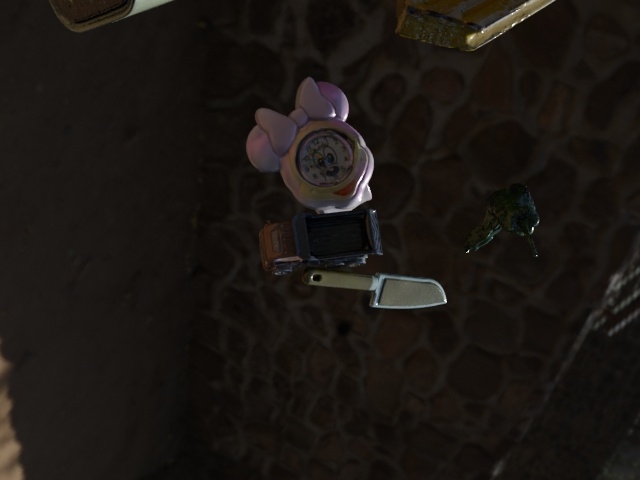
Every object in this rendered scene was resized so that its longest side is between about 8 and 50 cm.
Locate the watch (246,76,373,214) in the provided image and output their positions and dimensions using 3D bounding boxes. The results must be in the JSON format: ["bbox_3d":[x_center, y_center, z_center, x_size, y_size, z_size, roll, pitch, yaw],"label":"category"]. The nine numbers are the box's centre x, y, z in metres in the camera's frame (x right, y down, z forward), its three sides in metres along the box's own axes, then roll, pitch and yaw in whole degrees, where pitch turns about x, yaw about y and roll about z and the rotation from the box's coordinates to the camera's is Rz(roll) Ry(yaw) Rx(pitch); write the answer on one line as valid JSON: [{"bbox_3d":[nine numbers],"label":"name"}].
[{"bbox_3d":[-0.015,-0.152,1.777,0.211,0.248,0.217,-32,176,-5],"label":"watch"}]

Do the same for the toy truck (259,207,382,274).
[{"bbox_3d":[0.000,0.000,1.504,0.092,0.192,0.083,115,-32,-77],"label":"toy truck"}]

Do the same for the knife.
[{"bbox_3d":[0.099,0.084,1.605,0.343,0.027,0.061,7,101,-40],"label":"knife"}]

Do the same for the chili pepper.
[{"bbox_3d":[0.298,-0.037,1.522,0.279,0.065,0.122,171,-70,-85],"label":"chili pepper"}]

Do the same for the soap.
[{"bbox_3d":[0.227,-0.382,1.411,0.258,0.160,0.080,-32,165,-15],"label":"soap"}]

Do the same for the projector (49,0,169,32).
[{"bbox_3d":[-0.308,-0.503,1.526,0.249,0.249,0.248,-34,111,-38],"label":"projector"}]
